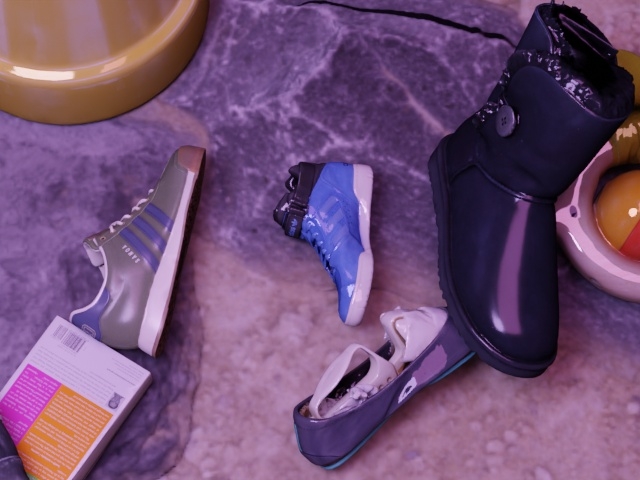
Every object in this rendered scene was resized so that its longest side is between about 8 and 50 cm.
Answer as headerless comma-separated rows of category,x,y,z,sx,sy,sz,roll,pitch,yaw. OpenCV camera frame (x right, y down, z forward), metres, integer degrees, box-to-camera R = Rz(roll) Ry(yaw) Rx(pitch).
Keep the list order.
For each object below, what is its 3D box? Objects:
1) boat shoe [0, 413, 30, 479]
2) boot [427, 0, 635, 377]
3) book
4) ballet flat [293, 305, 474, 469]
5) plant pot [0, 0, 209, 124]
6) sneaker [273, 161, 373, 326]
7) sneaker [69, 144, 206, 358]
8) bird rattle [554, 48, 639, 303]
boat shoe,-0.371,0.236,1.105,0.335,0.121,0.119,-34,73,-8
boot,0.173,-0.043,1.183,0.094,0.207,0.246,7,53,-23
book,-0.216,0.143,1.207,0.096,0.035,0.144,31,70,12
ballet flat,0.057,0.100,1.211,0.203,0.074,0.074,-39,75,-14
plant pot,-0.222,-0.260,1.254,0.254,0.239,0.254,1,68,-2
sneaker,0.000,0.000,1.258,0.084,0.058,0.152,5,64,-7
sneaker,-0.155,0.000,1.246,0.086,0.064,0.192,11,66,1
bird rattle,0.300,-0.039,1.284,0.253,0.143,0.207,38,83,-2
